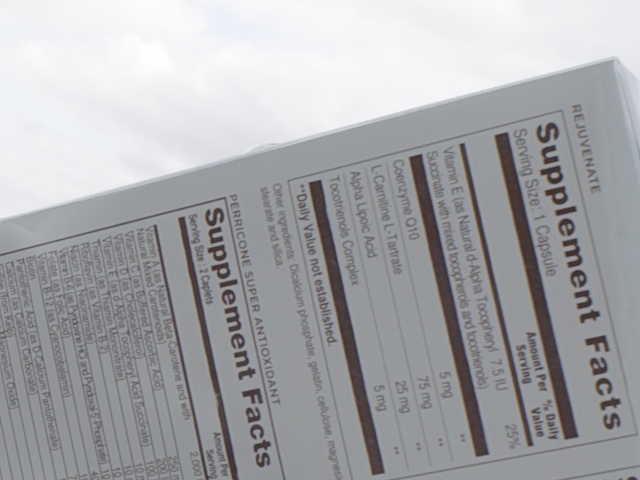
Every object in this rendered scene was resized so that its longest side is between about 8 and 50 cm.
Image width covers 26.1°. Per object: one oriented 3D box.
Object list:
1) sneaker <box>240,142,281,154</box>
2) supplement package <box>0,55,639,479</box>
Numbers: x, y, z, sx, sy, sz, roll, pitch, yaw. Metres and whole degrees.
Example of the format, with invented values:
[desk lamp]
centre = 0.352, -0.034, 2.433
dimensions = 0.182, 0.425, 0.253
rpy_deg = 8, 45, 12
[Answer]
[sneaker]
centre = 0.000, 0.000, 0.786
dimensions = 0.084, 0.083, 0.215
rpy_deg = 27, -19, 24
[supplement package]
centre = 0.004, 0.075, 0.459
dimensions = 0.263, 0.198, 0.199
rpy_deg = -14, -3, 18
